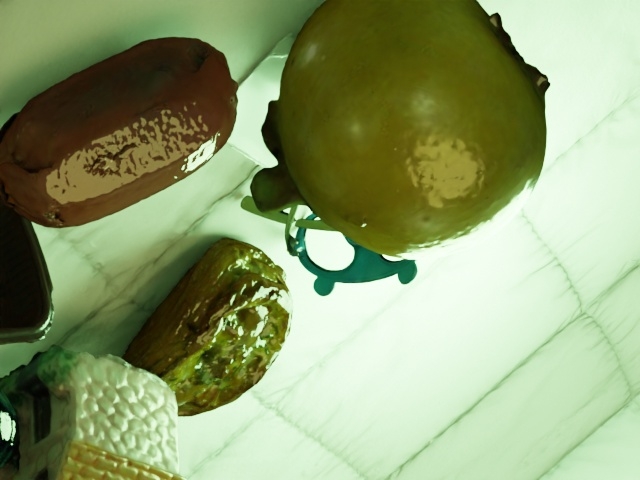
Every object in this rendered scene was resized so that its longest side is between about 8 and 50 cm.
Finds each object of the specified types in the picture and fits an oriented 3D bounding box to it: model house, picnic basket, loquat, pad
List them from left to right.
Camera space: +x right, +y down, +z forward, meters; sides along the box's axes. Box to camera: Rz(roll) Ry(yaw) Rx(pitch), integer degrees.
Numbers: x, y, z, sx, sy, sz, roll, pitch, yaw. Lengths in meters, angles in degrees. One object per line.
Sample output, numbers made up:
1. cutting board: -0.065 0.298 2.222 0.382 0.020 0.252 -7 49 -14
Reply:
1. picnic basket: -0.423 0.037 1.465 0.297 0.222 0.129 4 144 -48
2. model house: -0.308 0.294 1.784 0.237 0.237 0.202 -31 139 27
3. pad: -0.034 -0.153 1.800 0.156 0.004 0.232 -46 147 9
4. loquat: 0.079 -0.128 1.666 0.359 0.328 0.328 -27 149 8

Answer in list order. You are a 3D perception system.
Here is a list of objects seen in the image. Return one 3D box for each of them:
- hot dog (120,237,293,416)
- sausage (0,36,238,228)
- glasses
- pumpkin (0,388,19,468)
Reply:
1. hot dog: -0.154 0.131 1.917 0.272 0.122 0.196 -50 142 13
2. sausage: -0.209 -0.113 1.536 0.279 0.152 0.152 -29 146 -19
3. glasses: 0.012 -0.031 1.856 0.207 0.239 0.102 43 56 -34
4. pumpkin: -0.429 0.192 1.647 0.194 0.194 0.150 12 122 -51
